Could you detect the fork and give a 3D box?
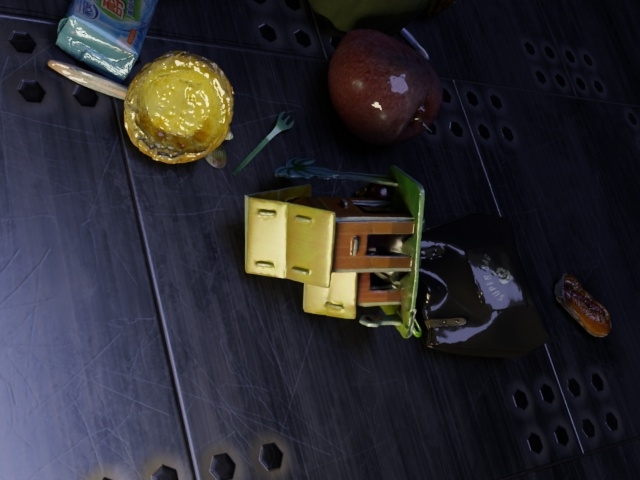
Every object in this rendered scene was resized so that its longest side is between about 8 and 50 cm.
[{"bbox_3d":[-0.112,-0.201,1.741,0.039,0.021,0.235,44,47,-8],"label":"fork"}]

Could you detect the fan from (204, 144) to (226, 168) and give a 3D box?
[{"bbox_3d":[-0.214,-0.176,1.658,0.080,0.003,0.060,38,48,-17],"label":"fan"}]

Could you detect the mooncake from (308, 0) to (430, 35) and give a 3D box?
[{"bbox_3d":[0.105,-0.658,2.027,0.356,0.194,0.356,13,64,-27],"label":"mooncake"}]

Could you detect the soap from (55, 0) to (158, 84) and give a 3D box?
[{"bbox_3d":[-0.393,-0.448,1.607,0.156,0.077,0.293,25,53,-27],"label":"soap"}]

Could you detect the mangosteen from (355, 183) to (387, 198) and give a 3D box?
[{"bbox_3d":[0.126,-0.097,1.841,0.081,0.081,0.081,18,57,-31],"label":"mangosteen"}]

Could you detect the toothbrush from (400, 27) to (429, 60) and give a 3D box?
[{"bbox_3d":[0.186,-0.557,2.170,0.269,0.021,0.027,44,53,-13],"label":"toothbrush"}]

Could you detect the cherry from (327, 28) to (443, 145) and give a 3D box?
[{"bbox_3d":[0.136,-0.339,1.884,0.261,0.221,0.307,-17,66,-51],"label":"cherry"}]

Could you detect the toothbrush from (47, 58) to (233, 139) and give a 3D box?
[{"bbox_3d":[-0.329,-0.262,1.594,0.375,0.028,0.037,19,35,-30],"label":"toothbrush"}]

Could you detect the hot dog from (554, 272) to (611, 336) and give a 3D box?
[{"bbox_3d":[0.669,0.167,2.151,0.191,0.059,0.108,41,44,-12],"label":"hot dog"}]

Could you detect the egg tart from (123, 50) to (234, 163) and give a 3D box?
[{"bbox_3d":[-0.261,-0.244,1.557,0.212,0.212,0.090,23,14,-28],"label":"egg tart"}]

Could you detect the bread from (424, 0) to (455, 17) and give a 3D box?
[{"bbox_3d":[0.270,-0.706,2.218,0.096,0.181,0.222,-35,89,-7],"label":"bread"}]

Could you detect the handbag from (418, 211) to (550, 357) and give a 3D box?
[{"bbox_3d":[0.325,0.099,1.860,0.288,0.152,0.342,-6,69,-28],"label":"handbag"}]

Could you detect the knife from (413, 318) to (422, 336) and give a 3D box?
[{"bbox_3d":[0.154,0.114,1.791,0.054,0.015,0.212,-26,85,-43],"label":"knife"}]

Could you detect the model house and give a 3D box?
[{"bbox_3d":[0.000,0.000,1.662,0.323,0.340,0.300,0,108,-14],"label":"model house"}]
